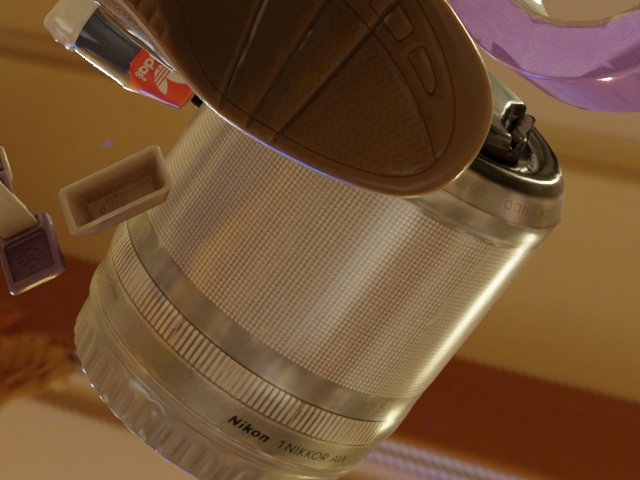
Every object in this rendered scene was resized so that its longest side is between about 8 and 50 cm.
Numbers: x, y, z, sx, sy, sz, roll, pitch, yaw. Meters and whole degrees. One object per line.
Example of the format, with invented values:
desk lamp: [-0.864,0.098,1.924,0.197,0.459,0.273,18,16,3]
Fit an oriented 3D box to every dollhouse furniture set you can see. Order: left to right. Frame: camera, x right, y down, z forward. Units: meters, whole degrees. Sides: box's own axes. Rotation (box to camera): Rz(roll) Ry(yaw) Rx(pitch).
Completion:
dollhouse furniture set: [-0.151,-0.044,1.046,0.114,0.081,0.091,-25,-120,7]

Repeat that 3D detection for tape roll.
tape roll: [0.233,-0.243,1.455,0.275,0.090,0.274,-10,-109,31]

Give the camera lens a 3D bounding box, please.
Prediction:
camera lens: [0.000,0.000,1.162,0.219,0.219,0.274,41,-70,12]

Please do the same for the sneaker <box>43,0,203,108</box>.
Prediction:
sneaker: [-0.098,-0.185,1.544,0.148,0.350,0.131,39,-64,1]

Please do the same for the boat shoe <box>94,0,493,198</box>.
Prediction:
boat shoe: [-0.050,-0.126,0.848,0.302,0.098,0.109,34,-86,6]
